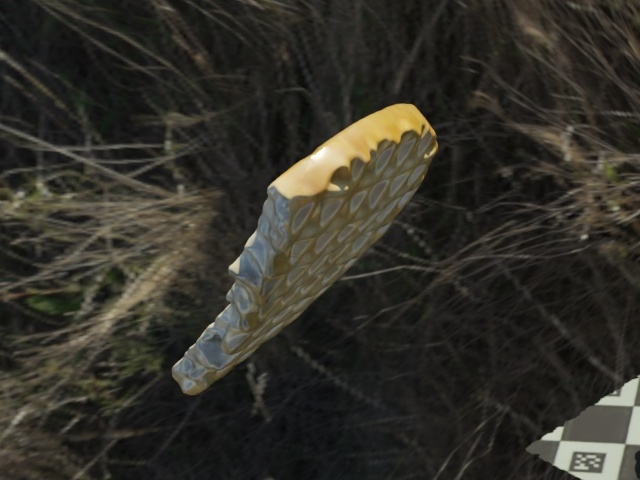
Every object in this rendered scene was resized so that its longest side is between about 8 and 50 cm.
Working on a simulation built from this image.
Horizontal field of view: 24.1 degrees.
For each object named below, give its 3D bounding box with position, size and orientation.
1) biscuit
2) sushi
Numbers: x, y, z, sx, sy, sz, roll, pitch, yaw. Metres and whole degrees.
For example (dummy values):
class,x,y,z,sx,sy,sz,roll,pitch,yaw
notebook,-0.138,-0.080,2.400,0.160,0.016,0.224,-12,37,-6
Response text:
class,x,y,z,sx,sy,sz,roll,pitch,yaw
biscuit,0.000,0.000,1.059,0.040,0.309,0.204,46,58,9
sushi,0.298,0.120,1.042,0.231,0.219,0.047,25,133,48
